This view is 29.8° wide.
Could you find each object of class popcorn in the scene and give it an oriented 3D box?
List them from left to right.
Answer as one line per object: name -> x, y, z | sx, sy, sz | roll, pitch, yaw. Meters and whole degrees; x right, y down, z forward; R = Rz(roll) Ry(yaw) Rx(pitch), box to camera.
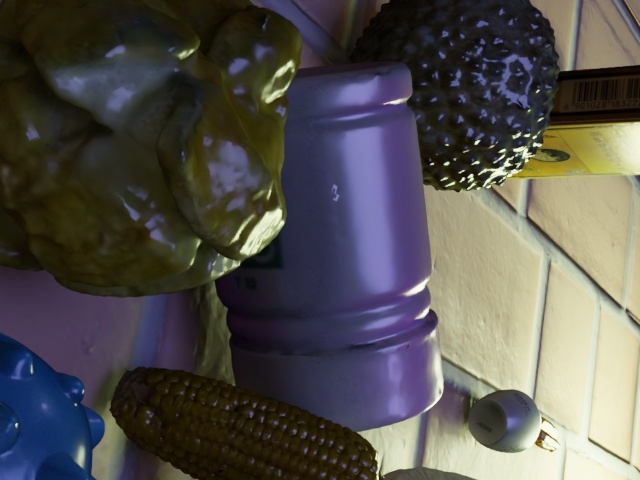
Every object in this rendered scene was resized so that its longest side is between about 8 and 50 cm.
popcorn -> -0.140, -0.095, 0.909 | 0.276, 0.226, 0.276 | 30, 53, -50

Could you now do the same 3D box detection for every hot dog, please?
hot dog -> 0.354, 0.310, 1.920 | 0.122, 0.037, 0.049 | 43, 43, -57

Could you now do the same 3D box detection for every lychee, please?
lychee -> 0.151, -0.180, 1.401 | 0.274, 0.255, 0.255 | -14, 104, -26

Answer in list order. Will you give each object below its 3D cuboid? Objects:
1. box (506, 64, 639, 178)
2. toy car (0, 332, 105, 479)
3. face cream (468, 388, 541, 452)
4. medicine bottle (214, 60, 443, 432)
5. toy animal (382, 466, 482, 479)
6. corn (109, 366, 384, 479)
box -> 0.347, -0.156, 1.644 | 0.193, 0.302, 0.084 | 34, 61, -54
toy car -> -0.238, 0.174, 0.776 | 0.188, 0.190, 0.255 | 58, 45, -44
face cream -> 0.260, 0.256, 1.705 | 0.095, 0.091, 0.091 | 10, 81, -51
medicine bottle -> 0.000, 0.000, 1.152 | 0.212, 0.212, 0.325 | -25, 111, -57
toy animal -> 0.130, 0.384, 1.388 | 0.266, 0.308, 0.188 | 32, 100, -22
corn -> -0.056, 0.179, 1.043 | 0.097, 0.262, 0.097 | -157, -90, -89
